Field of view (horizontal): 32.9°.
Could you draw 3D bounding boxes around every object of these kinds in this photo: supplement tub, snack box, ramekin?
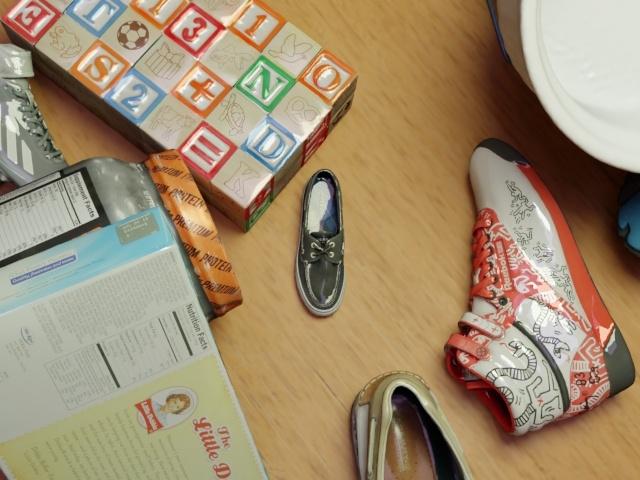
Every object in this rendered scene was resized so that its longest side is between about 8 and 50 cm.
[{"bbox_3d":[-0.239,0.051,0.928,0.316,0.193,0.194,-23,78,-9],"label":"supplement tub"},{"bbox_3d":[-0.159,0.142,0.862,0.187,0.322,0.060,-22,39,-8],"label":"snack box"},{"bbox_3d":[0.278,-0.204,0.891,0.277,0.135,0.277,-3,112,-7],"label":"ramekin"}]

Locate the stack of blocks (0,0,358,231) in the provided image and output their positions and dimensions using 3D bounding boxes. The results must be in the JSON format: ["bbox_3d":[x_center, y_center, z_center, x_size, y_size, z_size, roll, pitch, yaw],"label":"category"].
[{"bbox_3d":[-0.133,-0.170,1.044,0.297,0.087,0.171,37,77,6],"label":"stack of blocks"}]

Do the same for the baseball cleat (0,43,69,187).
[{"bbox_3d":[-0.281,-0.113,1.008,0.206,0.072,0.109,39,100,-6],"label":"baseball cleat"}]

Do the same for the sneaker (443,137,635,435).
[{"bbox_3d":[0.167,0.044,1.005,0.145,0.090,0.270,-25,81,-11],"label":"sneaker"}]

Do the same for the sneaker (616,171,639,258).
[{"bbox_3d":[0.381,-0.118,1.064,0.139,0.125,0.341,24,71,-25],"label":"sneaker"}]

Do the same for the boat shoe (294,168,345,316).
[{"bbox_3d":[0.000,0.000,1.032,0.049,0.040,0.142,0,75,-3],"label":"boat shoe"}]

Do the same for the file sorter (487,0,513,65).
[{"bbox_3d":[0.236,-0.249,1.045,0.118,0.170,0.105,-13,81,-6],"label":"file sorter"}]

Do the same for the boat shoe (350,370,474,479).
[{"bbox_3d":[0.091,0.263,0.937,0.113,0.103,0.302,-16,77,-7],"label":"boat shoe"}]
